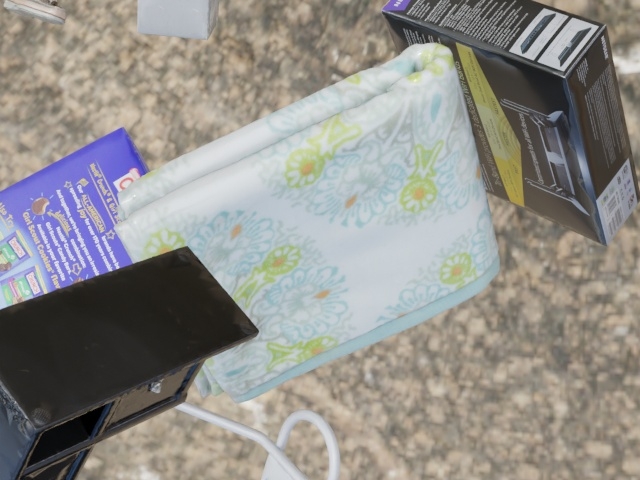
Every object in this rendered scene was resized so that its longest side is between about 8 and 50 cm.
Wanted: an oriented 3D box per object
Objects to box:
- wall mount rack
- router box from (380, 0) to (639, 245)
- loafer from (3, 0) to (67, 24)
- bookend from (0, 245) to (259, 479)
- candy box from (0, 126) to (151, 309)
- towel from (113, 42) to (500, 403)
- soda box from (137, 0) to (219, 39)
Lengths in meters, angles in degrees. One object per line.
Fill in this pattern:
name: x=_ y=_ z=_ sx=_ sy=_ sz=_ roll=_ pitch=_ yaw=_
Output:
wall mount rack: x=-0.117 y=0.335 z=1.426 sx=0.130 sy=0.304 sz=0.350 roll=0 pitch=116 yaw=-40
router box: x=0.222 y=-0.148 z=1.351 sx=0.243 sy=0.081 sz=0.309 roll=28 pitch=160 yaw=34
loafer: x=-0.340 y=-0.287 z=1.430 sx=0.045 sy=0.125 sz=0.039 roll=21 pitch=90 yaw=-43
bookend: x=-0.139 y=0.097 z=0.675 sx=0.072 sy=0.156 sz=0.157 roll=48 pitch=130 yaw=19
candy box: x=-0.356 y=0.031 z=1.736 sx=0.317 sy=0.268 sz=0.122 roll=-28 pitch=159 yaw=-2
towel: x=0.000 y=0.000 z=1.241 sx=0.374 sy=0.090 sz=0.320 roll=-26 pitch=138 yaw=-5
soda box: x=-0.178 y=-0.409 z=1.527 sx=0.098 sy=0.091 sz=0.286 roll=6 pitch=117 yaw=3
